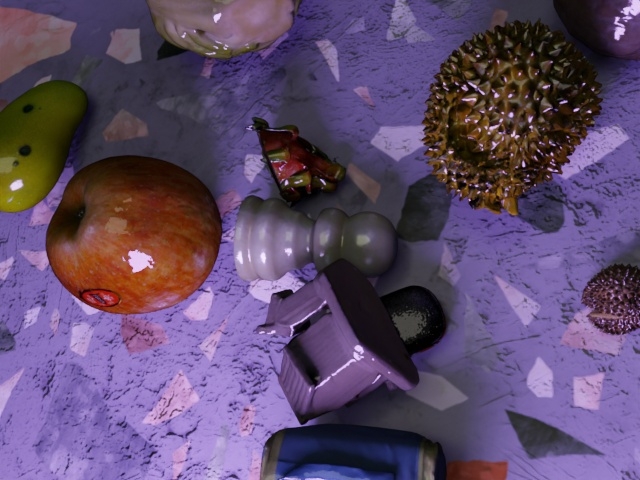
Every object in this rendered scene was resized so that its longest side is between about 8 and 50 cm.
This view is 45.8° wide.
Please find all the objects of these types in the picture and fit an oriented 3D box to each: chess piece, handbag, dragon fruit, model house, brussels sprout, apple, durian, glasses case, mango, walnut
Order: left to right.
[{"bbox_3d":[-0.563,-0.189,1.468,0.175,0.143,0.293,20,72,21],"label":"mango"},{"bbox_3d":[-0.325,-0.016,1.273,0.309,0.250,0.278,-19,70,15],"label":"apple"},{"bbox_3d":[-0.189,-0.482,1.372,0.327,0.247,0.328,-7,70,20],"label":"brussels sprout"},{"bbox_3d":[-0.046,-0.129,1.294,0.174,0.138,0.142,5,116,-9],"label":"dragon fruit"},{"bbox_3d":[0.000,0.000,1.227,0.251,0.144,0.145,2,75,14],"label":"chess piece"},{"bbox_3d":[0.010,0.154,1.107,0.188,0.122,0.229,-35,62,12],"label":"model house"},{"bbox_3d":[0.045,0.389,1.044,0.240,0.222,0.263,0,72,14],"label":"handbag"},{"bbox_3d":[0.067,0.158,1.186,0.266,0.067,0.103,-24,67,11],"label":"glasses case"},{"bbox_3d":[0.271,-0.191,1.136,0.258,0.258,0.293,38,99,24],"label":"durian"},{"bbox_3d":[0.469,-0.383,1.145,0.224,0.224,0.224,-5,73,17],"label":"walnut"},{"bbox_3d":[0.448,0.084,1.080,0.140,0.071,0.111,8,77,16],"label":"durian"}]
